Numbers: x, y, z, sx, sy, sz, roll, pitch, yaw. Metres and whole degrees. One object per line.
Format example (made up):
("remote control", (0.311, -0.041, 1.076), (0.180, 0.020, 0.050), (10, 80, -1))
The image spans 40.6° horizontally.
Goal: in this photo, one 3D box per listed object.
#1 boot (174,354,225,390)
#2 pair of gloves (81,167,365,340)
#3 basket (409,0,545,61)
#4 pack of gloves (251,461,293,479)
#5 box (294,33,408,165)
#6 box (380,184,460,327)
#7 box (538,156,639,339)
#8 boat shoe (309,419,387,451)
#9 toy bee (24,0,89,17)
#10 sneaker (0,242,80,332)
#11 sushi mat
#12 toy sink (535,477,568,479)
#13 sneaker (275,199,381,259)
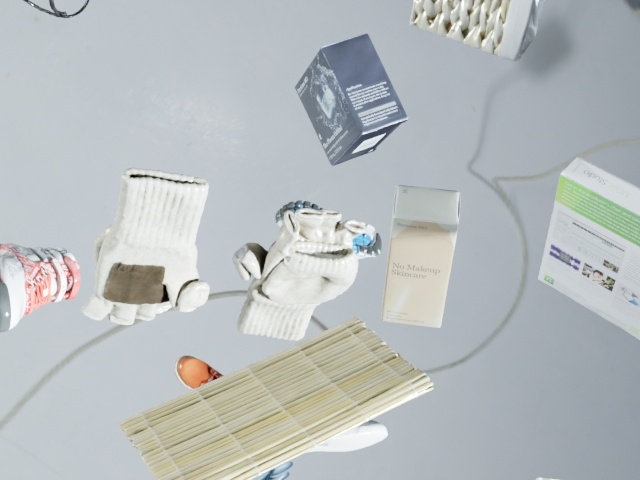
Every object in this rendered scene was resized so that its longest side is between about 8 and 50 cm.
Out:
("boot", (-0.192, 0.259, 1.579), (0.158, 0.085, 0.059), (40, 63, -25))
("pair of gloves", (-0.088, 0.030, 0.805), (0.240, 0.204, 0.042), (13, 49, -21))
("basket", (0.150, -0.253, 0.737), (0.103, 0.113, 0.167), (19, 119, 13))
("pack of gloves", (-0.148, 0.491, 1.589), (0.232, 0.195, 0.046), (-16, 129, 2))
("box", (0.047, -0.228, 1.427), (0.093, 0.156, 0.158), (-22, 83, -22))
("box", (0.219, 0.038, 1.924), (0.148, 0.311, 0.121), (6, 40, 6))
("box", (0.516, 0.022, 1.534), (0.232, 0.322, 0.058), (34, 64, 26))
("boat shoe", (0.006, 0.267, 1.241), (0.184, 0.066, 0.063), (-2, 56, -15))
("toy bee", (-0.422, -0.265, 0.920), (0.162, 0.298, 0.195), (35, 107, 18))
("sneaker", (-0.438, 0.066, 1.328), (0.145, 0.270, 0.090), (4, 104, -25))
("sushi mat", (-0.043, 0.174, 0.926), (0.317, 0.151, 0.019), (-21, 124, -28))
("toy sink", (0.420, 0.511, 1.372), (0.153, 0.131, 0.234), (34, 60, -47))
("sneaker", (0.000, 0.000, 1.321), (0.191, 0.083, 0.071), (21, 54, -35))
